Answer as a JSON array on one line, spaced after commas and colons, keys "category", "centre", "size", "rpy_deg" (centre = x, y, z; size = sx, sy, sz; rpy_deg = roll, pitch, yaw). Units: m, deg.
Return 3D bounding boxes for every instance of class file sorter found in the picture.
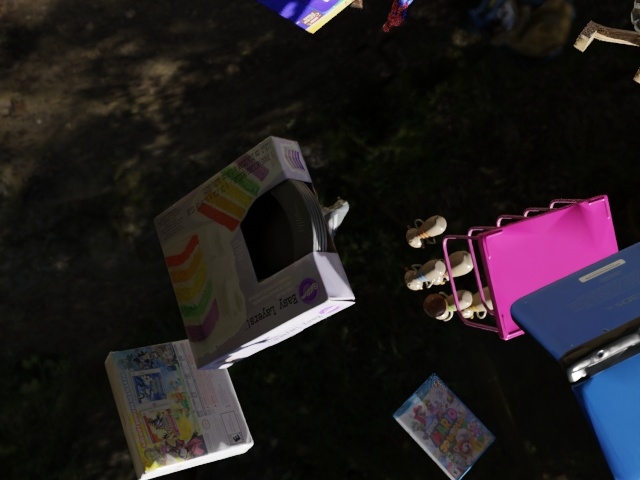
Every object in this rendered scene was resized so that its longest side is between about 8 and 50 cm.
[{"category": "file sorter", "centre": [0.414, 0.044, 1.558], "size": [0.290, 0.202, 0.182], "rpy_deg": [-17, -172, -19]}]

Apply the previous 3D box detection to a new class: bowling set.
[{"category": "bowling set", "centre": [0.263, 0.103, 1.818], "size": [0.200, 0.287, 0.154], "rpy_deg": [-39, -178, -35]}]

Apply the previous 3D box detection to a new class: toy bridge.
[{"category": "toy bridge", "centre": [0.420, -0.227, 0.994], "size": [0.063, 0.188, 0.026], "rpy_deg": [-49, 163, -25]}]

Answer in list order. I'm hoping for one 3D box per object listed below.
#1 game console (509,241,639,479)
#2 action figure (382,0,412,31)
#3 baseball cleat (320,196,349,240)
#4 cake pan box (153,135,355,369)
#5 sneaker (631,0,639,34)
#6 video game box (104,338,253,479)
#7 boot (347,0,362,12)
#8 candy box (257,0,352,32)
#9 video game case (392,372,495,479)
[{"category": "game console", "centre": [0.456, 0.150, 1.089], "size": [0.293, 0.173, 0.250], "rpy_deg": [-24, -152, -6]}, {"category": "action figure", "centre": [0.139, -0.397, 1.302], "size": [0.038, 0.030, 0.115], "rpy_deg": [4, 125, -54]}, {"category": "baseball cleat", "centre": [0.000, 0.000, 1.549], "size": [0.206, 0.109, 0.072], "rpy_deg": [-37, -170, -37]}, {"category": "cake pan box", "centre": [-0.097, 0.021, 1.086], "size": [0.266, 0.246, 0.070], "rpy_deg": [-29, 163, 31]}, {"category": "sneaker", "centre": [0.393, -0.158, 0.644], "size": [0.279, 0.107, 0.118], "rpy_deg": [23, 166, 38]}, {"category": "video game box", "centre": [-0.228, 0.262, 1.260], "size": [0.187, 0.205, 0.048], "rpy_deg": [-4, 149, -35]}, {"category": "boot", "centre": [0.040, -0.522, 1.577], "size": [0.106, 0.114, 0.037], "rpy_deg": [20, 146, -35]}, {"category": "candy box", "centre": [-0.009, -0.402, 0.908], "size": [0.268, 0.122, 0.317], "rpy_deg": [-35, 163, 22]}, {"category": "video game case", "centre": [0.231, 0.348, 1.464], "size": [0.119, 0.166, 0.015], "rpy_deg": [-40, 171, -24]}]
